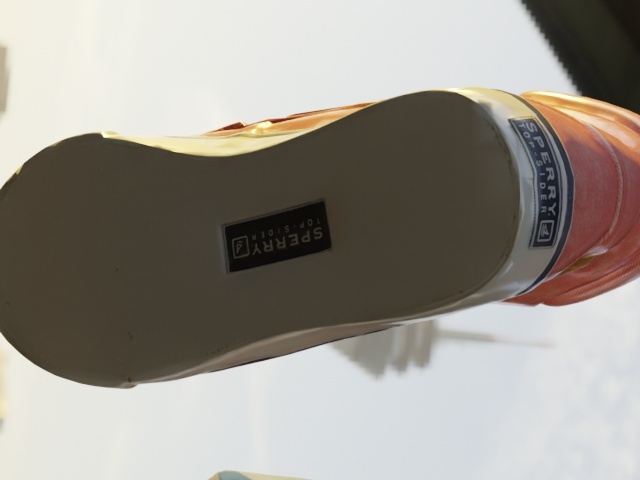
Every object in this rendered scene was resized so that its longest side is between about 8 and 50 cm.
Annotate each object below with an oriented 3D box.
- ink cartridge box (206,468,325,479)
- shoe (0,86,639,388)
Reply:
[{"bbox_3d":[0.032,0.335,0.804,0.395,0.151,0.270,47,-68,37],"label":"ink cartridge box"},{"bbox_3d":[0.000,0.000,0.443,0.178,0.081,0.063,-9,-95,40],"label":"shoe"}]
